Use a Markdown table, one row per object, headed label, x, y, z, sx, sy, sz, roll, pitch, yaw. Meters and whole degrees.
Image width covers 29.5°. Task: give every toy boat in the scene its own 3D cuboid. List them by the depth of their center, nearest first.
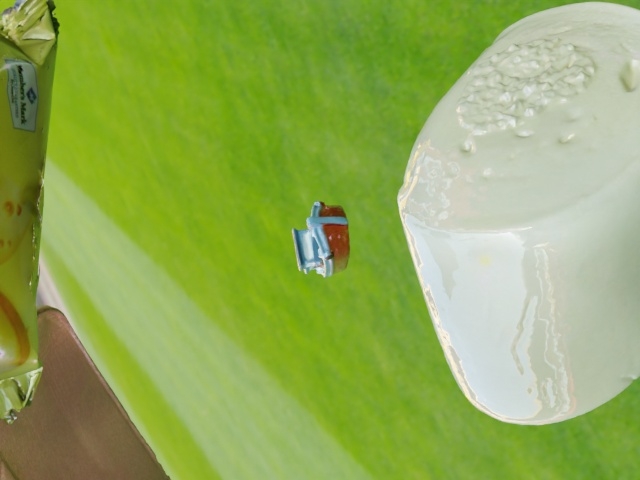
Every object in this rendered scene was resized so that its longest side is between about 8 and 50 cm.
| label | x | y | z | sx | sy | sz | roll | pitch | yaw |
| --- | --- | --- | --- | --- | --- | --- | --- | --- | --- |
| toy boat | 0.000 | 0.000 | 1.399 | 0.173 | 0.059 | 0.069 | 97 | 164 | -75 |

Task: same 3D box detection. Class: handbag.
| label | x | y | z | sx | sy | sz | roll | pitch | yaw |
| --- | --- | --- | --- | --- | --- | --- | --- | --- | --- |
| handbag | -0.151 | 0.160 | 0.697 | 0.212 | 0.059 | 0.157 | 61 | -152 | -26 |

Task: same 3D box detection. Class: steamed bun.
| label | x | y | z | sx | sy | sz | roll | pitch | yaw |
| --- | --- | --- | --- | --- | --- | --- | --- | --- | --- |
| steamed bun | 0.161 | -0.018 | 0.749 | 0.155 | 0.250 | 0.200 | 8 | 135 | 32 |

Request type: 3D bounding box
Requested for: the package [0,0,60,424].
| label | x | y | z | sx | sy | sz | roll | pitch | yaw |
| --- | --- | --- | --- | --- | --- | --- | --- | --- | --- |
| package | -0.194 | -0.019 | 0.579 | 0.090 | 0.168 | 0.226 | 4 | 91 | 39 |
